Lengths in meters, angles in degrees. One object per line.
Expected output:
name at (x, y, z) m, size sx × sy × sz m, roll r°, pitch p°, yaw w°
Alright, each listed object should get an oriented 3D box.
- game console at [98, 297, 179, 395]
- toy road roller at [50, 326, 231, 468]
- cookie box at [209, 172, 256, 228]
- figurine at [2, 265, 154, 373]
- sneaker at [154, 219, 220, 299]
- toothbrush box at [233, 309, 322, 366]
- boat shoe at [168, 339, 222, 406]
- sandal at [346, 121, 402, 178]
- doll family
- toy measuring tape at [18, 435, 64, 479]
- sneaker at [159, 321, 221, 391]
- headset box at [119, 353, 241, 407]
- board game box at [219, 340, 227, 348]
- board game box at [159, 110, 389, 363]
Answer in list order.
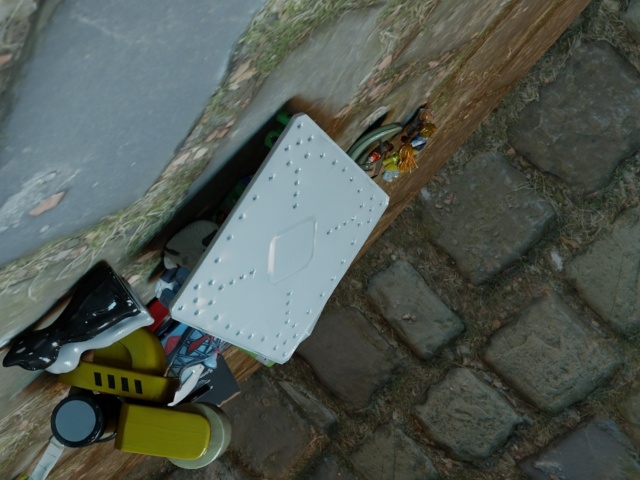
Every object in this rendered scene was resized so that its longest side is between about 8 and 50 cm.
game console at (-0.329, 0.191, 1.906) m, size 0.342 × 0.060 × 0.386 m, roll -33°, pitch 167°, yaw -51°
toy road roller at (-0.320, 0.274, 1.560) m, size 0.202 × 0.330 × 0.240 m, roll 90°, pitch 11°, yaw -80°
cookie box at (-0.141, -0.072, 1.550) m, size 0.107 × 0.040 × 0.092 m, roll -49°, pitch 169°, yaw 29°
figurine at (-0.388, 0.145, 1.352) m, size 0.209 × 0.092 × 0.215 m, roll -35°, pitch 171°, yaw -9°
sneaker at (-0.207, 0.017, 1.533) m, size 0.153 × 0.094 × 0.235 m, roll -49°, pitch 169°, yaw -45°
toothbrush box at (-0.138, 0.171, 2.030) m, size 0.122 × 0.206 × 0.283 m, roll -61°, pitch -172°, yaw -30°
boat shoe at (-0.290, 0.241, 1.870) m, size 0.277 × 0.098 × 0.096 m, roll -58°, pitch 173°, yaw -36°
sandal at (0.092, -0.169, 2.025) m, size 0.303 × 0.086 × 0.120 m, roll -46°, pitch 172°, yaw 17°
doll family at (0.236, -0.246, 2.222) m, size 0.263 × 0.118 × 0.163 m, roll -40°, pitch 171°, yaw -26°
toy measuring tape at (-0.710, 0.607, 2.001) m, size 0.330 × 0.121 × 0.121 m, roll -55°, pitch 169°, yaw 17°
sneaker at (-0.248, 0.211, 1.773) m, size 0.262 × 0.125 × 0.104 m, roll -44°, pitch 174°, yaw -7°
headset box at (-0.338, 0.354, 1.995) m, size 0.218 × 0.110 × 0.293 m, roll -32°, pitch -165°, yaw -24°
board game box at (-0.339, 0.349, 2.712) m, size 0.211 × 0.039 × 0.160 m, roll -43°, pitch 171°, yaw -13°
board game box at (-0.066, 0.009, 1.507) m, size 0.390 × 0.050 × 0.390 m, roll -57°, pitch 147°, yaw -2°
